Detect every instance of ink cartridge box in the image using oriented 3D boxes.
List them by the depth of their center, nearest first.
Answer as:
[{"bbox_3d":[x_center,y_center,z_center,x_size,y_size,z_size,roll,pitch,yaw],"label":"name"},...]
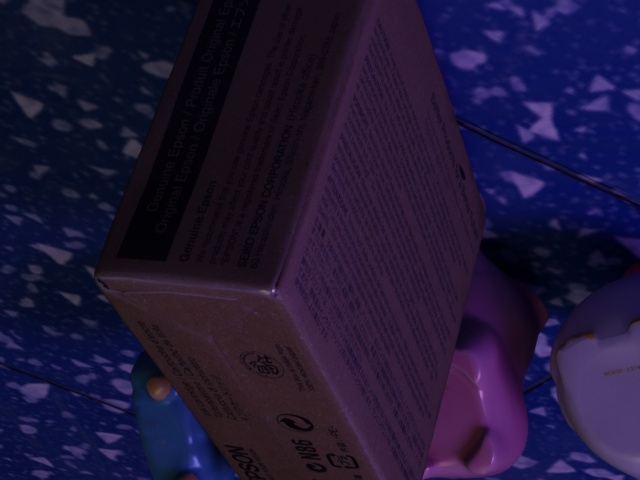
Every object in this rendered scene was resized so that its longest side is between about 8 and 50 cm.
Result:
[{"bbox_3d":[0.000,0.000,0.772,0.088,0.193,0.235,4,148,21],"label":"ink cartridge box"}]

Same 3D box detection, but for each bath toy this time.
[{"bbox_3d":[0.067,0.070,0.935,0.348,0.151,0.129,-6,-177,26],"label":"bath toy"}]
